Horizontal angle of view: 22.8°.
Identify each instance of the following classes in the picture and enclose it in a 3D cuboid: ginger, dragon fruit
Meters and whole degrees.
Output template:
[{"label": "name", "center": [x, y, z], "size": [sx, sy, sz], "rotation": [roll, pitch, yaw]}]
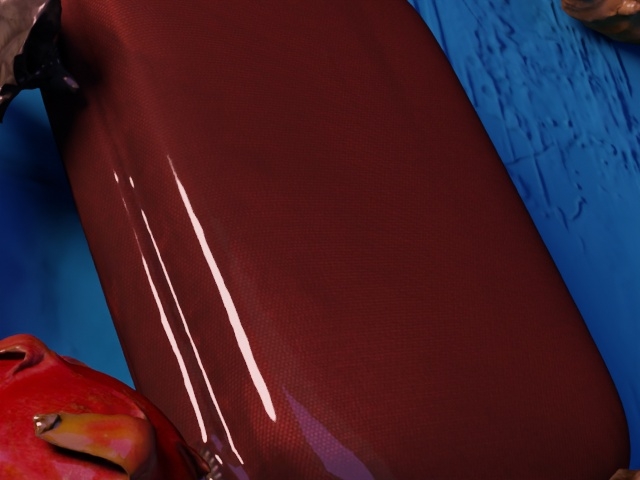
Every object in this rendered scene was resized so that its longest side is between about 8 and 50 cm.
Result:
[{"label": "ginger", "center": [0.251, -0.188, 1.232], "size": [0.205, 0.081, 0.115], "rotation": [-12, 76, -53]}, {"label": "dragon fruit", "center": [-0.103, 0.105, 0.607], "size": [0.166, 0.133, 0.136], "rotation": [34, 31, -4]}]

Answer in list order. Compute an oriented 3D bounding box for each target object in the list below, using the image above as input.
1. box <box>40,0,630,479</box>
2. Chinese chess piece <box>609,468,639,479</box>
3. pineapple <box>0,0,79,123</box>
[{"label": "box", "center": [0.000, 0.000, 0.812], "size": [0.263, 0.108, 0.404], "rotation": [3, 52, -38]}, {"label": "Chinese chess piece", "center": [0.254, 0.223, 0.698], "size": [0.338, 0.140, 0.338], "rotation": [56, 18, -29]}, {"label": "pineapple", "center": [-0.190, -0.052, 0.695], "size": [0.119, 0.111, 0.237], "rotation": [24, 39, 4]}]
